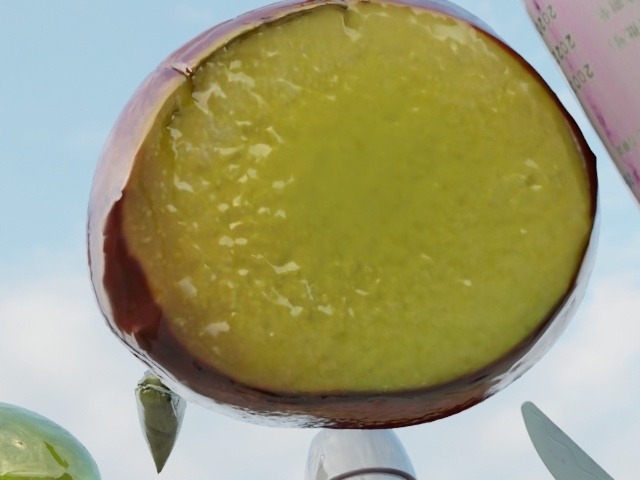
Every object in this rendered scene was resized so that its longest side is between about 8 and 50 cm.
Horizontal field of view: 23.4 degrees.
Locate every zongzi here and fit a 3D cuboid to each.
[{"bbox_3d":[-0.164,0.186,1.559,0.052,0.113,0.104,6,-1,3],"label":"zongzi"}]

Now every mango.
[{"bbox_3d":[-0.225,0.163,1.159,0.091,0.165,0.074,7,-69,-49],"label":"mango"}]

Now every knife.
[{"bbox_3d":[0.325,0.287,1.817,0.260,0.063,0.034,38,-15,-5],"label":"knife"}]

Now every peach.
[{"bbox_3d":[0.000,0.000,0.855,0.275,0.248,0.245,-13,-33,-24],"label":"peach"}]

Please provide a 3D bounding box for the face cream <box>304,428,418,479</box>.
[{"bbox_3d":[0.040,0.246,1.557,0.117,0.104,0.117,-8,-40,-6],"label":"face cream"}]

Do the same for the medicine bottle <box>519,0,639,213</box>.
[{"bbox_3d":[0.218,-0.075,0.802,0.152,0.254,0.152,-29,-8,-4],"label":"medicine bottle"}]
